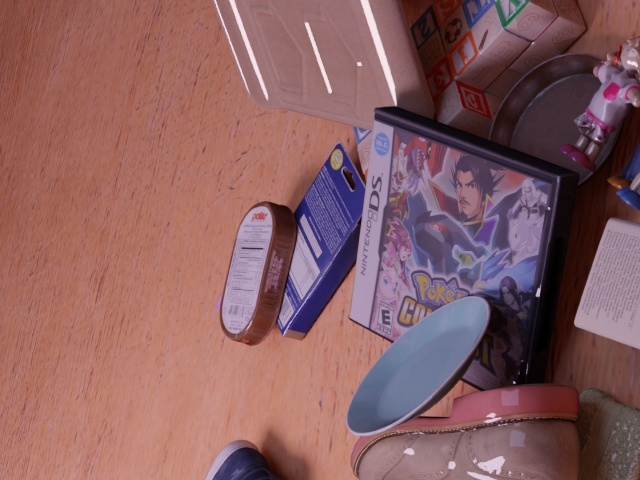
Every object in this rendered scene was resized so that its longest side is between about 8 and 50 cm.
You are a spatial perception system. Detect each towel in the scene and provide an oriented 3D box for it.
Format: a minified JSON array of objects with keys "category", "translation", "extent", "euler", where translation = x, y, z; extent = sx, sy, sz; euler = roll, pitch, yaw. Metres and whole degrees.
[{"category":"towel","translation":[0.259,0.219,1.351],"extent":[0.110,0.027,0.148],"euler":[22,93,57]}]

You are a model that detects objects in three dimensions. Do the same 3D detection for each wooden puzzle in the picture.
[{"category":"wooden puzzle","translation":[-0.011,-0.291,1.673],"extent":[0.347,0.080,0.322],"euler":[15,132,54]}]

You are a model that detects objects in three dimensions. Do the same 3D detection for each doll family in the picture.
[{"category":"doll family","translation":[0.334,-0.106,1.338],"extent":[0.163,0.118,0.263],"euler":[-59,17,10]}]

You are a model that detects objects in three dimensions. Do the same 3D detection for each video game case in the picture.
[{"category":"video game case","translation":[0.139,0.013,1.512],"extent":[0.275,0.035,0.248],"euler":[26,116,46]}]

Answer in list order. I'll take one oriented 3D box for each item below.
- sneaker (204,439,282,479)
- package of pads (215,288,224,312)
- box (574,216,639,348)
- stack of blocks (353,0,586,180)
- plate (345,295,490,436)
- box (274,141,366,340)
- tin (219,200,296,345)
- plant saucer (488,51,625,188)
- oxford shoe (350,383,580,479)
[{"category":"sneaker","translation":[-0.110,0.375,1.777],"extent":[0.163,0.086,0.226],"euler":[32,100,60]},{"category":"package of pads","translation":[-0.108,0.070,1.977],"extent":[0.083,0.032,0.050],"euler":[-63,32,14]},{"category":"box","translation":[0.349,0.062,1.231],"extent":[0.275,0.094,0.113],"euler":[22,93,57]},{"category":"stack of blocks","translation":[0.162,-0.184,1.643],"extent":[0.297,0.087,0.171],"euler":[-46,41,35]},{"category":"plate","translation":[0.101,0.129,1.437],"extent":[0.188,0.024,0.188],"euler":[-40,14,12]},{"category":"box","translation":[0.000,0.000,1.842],"extent":[0.225,0.036,0.136],"euler":[-58,35,26]},{"category":"tin","translation":[-0.083,0.041,1.887],"extent":[0.106,0.040,0.190],"euler":[2,78,54]},{"category":"plant saucer","translation":[0.250,-0.114,1.507],"extent":[0.168,0.029,0.168],"euler":[-23,53,34]},{"category":"oxford shoe","translation":[0.131,0.235,1.436],"extent":[0.348,0.123,0.130],"euler":[144,125,-59]}]
